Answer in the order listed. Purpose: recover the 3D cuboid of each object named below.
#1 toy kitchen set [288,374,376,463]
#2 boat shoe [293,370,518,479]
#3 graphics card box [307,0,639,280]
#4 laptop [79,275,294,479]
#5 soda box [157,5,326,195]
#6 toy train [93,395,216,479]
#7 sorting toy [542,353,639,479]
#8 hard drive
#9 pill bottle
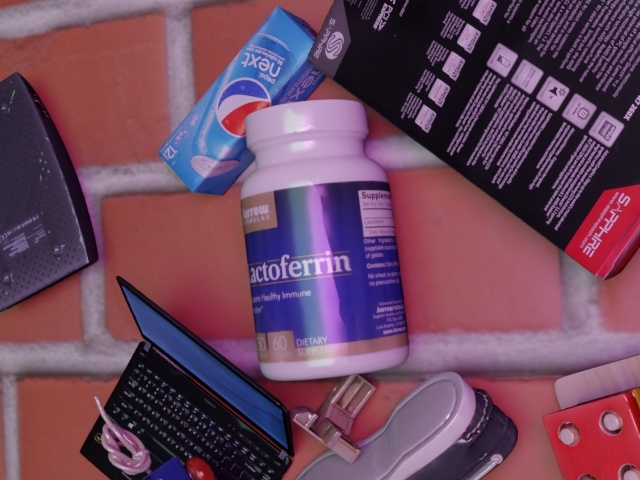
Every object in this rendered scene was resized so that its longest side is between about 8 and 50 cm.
[{"bbox_3d":[0.016,0.167,0.944,0.068,0.083,0.075,39,86,-14],"label":"toy kitchen set"},{"bbox_3d":[0.064,0.249,0.936,0.091,0.114,0.302,37,125,-21],"label":"boat shoe"},{"bbox_3d":[0.181,-0.168,0.850,0.371,0.094,0.233,39,118,23],"label":"graphics card box"},{"bbox_3d":[-0.160,0.208,1.011,0.234,0.136,0.264,35,103,19],"label":"laptop"},{"bbox_3d":[-0.078,-0.146,1.012,0.067,0.071,0.210,47,106,16],"label":"soda box"},{"bbox_3d":[-0.176,0.284,0.999,0.248,0.105,0.143,53,149,10],"label":"toy train"},{"bbox_3d":[0.327,0.214,0.775,0.255,0.089,0.257,-28,74,43],"label":"sorting toy"},{"bbox_3d":[-0.373,-0.057,1.145,0.172,0.054,0.255,-27,80,20],"label":"hard drive"},{"bbox_3d":[0.000,0.000,0.936,0.153,0.153,0.265,-9,86,22],"label":"pill bottle"}]
